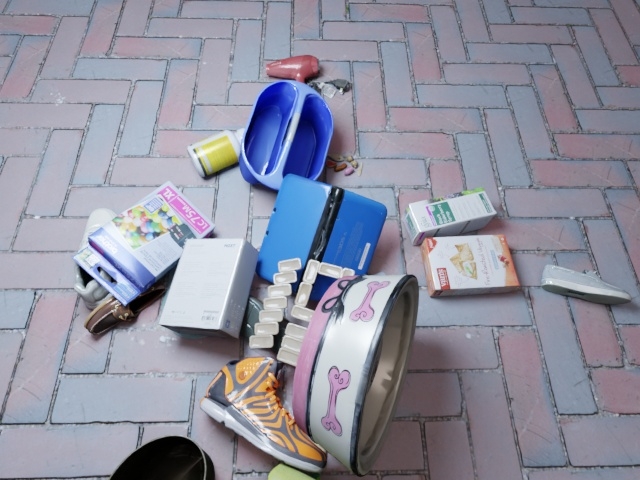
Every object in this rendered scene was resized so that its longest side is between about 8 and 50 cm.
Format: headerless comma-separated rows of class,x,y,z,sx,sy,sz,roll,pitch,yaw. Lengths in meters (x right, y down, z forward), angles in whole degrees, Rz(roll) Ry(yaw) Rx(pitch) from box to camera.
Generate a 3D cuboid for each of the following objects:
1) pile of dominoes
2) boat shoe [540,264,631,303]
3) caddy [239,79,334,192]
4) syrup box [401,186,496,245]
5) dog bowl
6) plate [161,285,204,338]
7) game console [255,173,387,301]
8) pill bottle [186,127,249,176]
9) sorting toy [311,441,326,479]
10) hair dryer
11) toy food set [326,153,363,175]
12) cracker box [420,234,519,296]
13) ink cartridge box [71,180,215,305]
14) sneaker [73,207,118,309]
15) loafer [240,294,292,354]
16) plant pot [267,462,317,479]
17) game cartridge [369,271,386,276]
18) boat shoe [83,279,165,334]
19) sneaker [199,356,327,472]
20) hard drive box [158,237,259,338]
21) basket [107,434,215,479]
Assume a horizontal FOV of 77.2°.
pile of dominoes,-0.042,0.168,0.963,0.196,0.040,0.251,15,75,15
boat shoe,0.727,0.115,1.097,0.228,0.079,0.081,13,69,8
caddy,-0.098,-0.292,1.161,0.241,0.179,0.341,19,74,-15
syrup box,0.368,-0.070,1.163,0.237,0.096,0.093,-13,66,-9
dog bowl,0.084,0.254,0.852,0.150,0.408,0.408,12,63,23
plate,-0.329,0.166,1.066,0.188,0.024,0.188,1,65,-2
game console,0.000,0.000,1.076,0.250,0.173,0.293,16,95,-30
pill bottle,-0.306,-0.276,1.233,0.184,0.103,0.103,-27,69,-14
sorting toy,-0.019,0.509,0.920,0.062,0.012,0.083,2,65,2
hair dryer,-0.065,-0.549,1.384,0.293,0.080,0.223,33,68,13
toy food set,0.073,-0.243,1.276,0.122,0.019,0.078,11,65,3
cracker box,0.409,0.069,1.114,0.232,0.067,0.155,-3,64,-3
ink cartridge box,-0.451,-0.001,1.052,0.186,0.065,0.311,44,57,-4
sneaker,-0.594,0.031,1.071,0.110,0.118,0.292,-9,64,-4
loafer,-0.133,0.220,1.030,0.267,0.084,0.096,32,99,16
plant pot,-0.021,0.584,0.767,0.254,0.276,0.276,24,66,21
game cartridge,0.170,0.130,1.105,0.056,0.017,0.083,-18,67,-6
boat shoe,-0.500,0.169,1.031,0.073,0.073,0.207,40,70,18
sneaker,-0.104,0.375,0.916,0.321,0.124,0.180,26,67,12
hard drive box,-0.272,0.115,0.998,0.181,0.089,0.232,0,63,22
basket,-0.299,0.488,0.802,0.154,0.227,0.204,42,69,17
